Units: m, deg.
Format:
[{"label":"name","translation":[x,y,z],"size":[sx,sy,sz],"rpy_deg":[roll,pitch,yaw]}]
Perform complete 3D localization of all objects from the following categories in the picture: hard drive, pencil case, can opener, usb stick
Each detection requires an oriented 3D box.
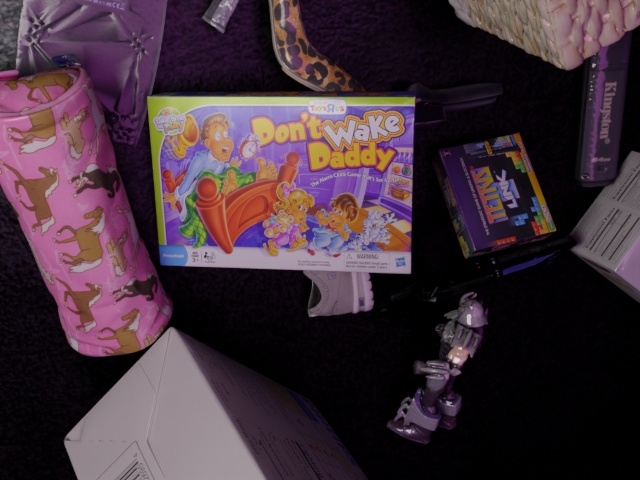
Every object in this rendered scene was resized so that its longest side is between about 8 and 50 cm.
[{"label":"hard drive","translation":[-0.294,-0.261,0.923],"size":[0.172,0.054,0.255],"rpy_deg":[9,106,-19]},{"label":"pencil case","translation":[-0.307,-0.027,0.906],"size":[0.160,0.167,0.386],"rpy_deg":[-3,125,12]},{"label":"can opener","translation":[0.191,-0.210,1.092],"size":[0.186,0.059,0.073],"rpy_deg":[-15,86,-22]},{"label":"usb stick","translation":[0.461,-0.224,1.171],"size":[0.077,0.045,0.278],"rpy_deg":[-7,111,-15]}]

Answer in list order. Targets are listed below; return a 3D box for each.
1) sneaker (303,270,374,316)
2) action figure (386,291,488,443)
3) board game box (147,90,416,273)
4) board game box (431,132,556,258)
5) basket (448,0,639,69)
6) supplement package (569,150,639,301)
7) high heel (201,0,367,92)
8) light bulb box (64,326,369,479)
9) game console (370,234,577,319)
[{"label":"sneaker","translation":[0.000,0.000,1.077],"size":[0.115,0.105,0.281],"rpy_deg":[-18,111,-7]},{"label":"action figure","translation":[0.205,0.203,1.181],"size":[0.185,0.099,0.285],"rpy_deg":[-31,142,-53]},{"label":"board game box","translation":[-0.048,-0.082,0.971],"size":[0.347,0.078,0.233],"rpy_deg":[1,107,8]},{"label":"board game box","translation":[0.267,-0.071,1.116],"size":[0.141,0.048,0.170],"rpy_deg":[-13,75,-14]},{"label":"basket","translation":[0.321,-0.441,0.885],"size":[0.328,0.266,0.331],"rpy_deg":[-32,132,1]},{"label":"supplement package","translation":[0.599,0.009,1.240],"size":[0.262,0.145,0.204],"rpy_deg":[32,97,-23]},{"label":"high heel","translation":[-0.005,-0.311,0.971],"size":[0.261,0.093,0.186],"rpy_deg":[30,101,-17]},{"label":"light bulb box","translation":[-0.096,0.360,0.981],"size":[0.225,0.358,0.361],"rpy_deg":[-45,138,3]},{"label":"game console","translation":[0.260,0.052,1.134],"size":[0.361,0.213,0.044],"rpy_deg":[-15,83,-24]}]
